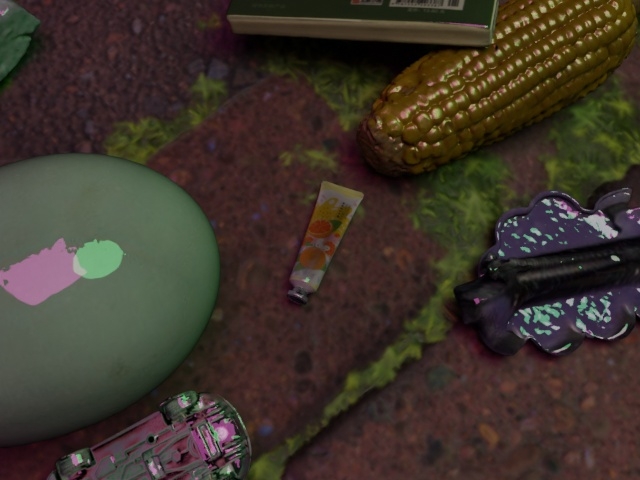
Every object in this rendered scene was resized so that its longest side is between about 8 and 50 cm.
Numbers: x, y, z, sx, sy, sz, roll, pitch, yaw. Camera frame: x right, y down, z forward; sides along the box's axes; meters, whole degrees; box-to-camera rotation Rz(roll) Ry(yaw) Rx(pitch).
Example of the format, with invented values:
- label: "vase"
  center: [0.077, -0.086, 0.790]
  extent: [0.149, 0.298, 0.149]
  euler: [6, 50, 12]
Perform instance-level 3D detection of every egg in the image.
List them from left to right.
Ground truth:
- label: "egg"
  center: [-0.174, 0.037, 0.485]
  extent: [0.231, 0.168, 0.168]
  euler: [-25, 75, -8]

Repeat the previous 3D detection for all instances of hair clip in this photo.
- label: "hair clip"
  center: [0.191, 0.017, 0.586]
  extent: [0.195, 0.052, 0.124]
  euler: [-13, 79, -14]

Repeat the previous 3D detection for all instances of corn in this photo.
- label: "corn"
  center: [0.144, -0.132, 0.609]
  extent: [0.262, 0.097, 0.097]
  euler: [-30, 76, -11]

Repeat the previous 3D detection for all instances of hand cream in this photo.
- label: "hand cream"
  center: [0.000, 0.000, 0.591]
  extent: [0.035, 0.022, 0.102]
  euler: [19, 67, 10]

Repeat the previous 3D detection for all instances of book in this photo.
- label: "book"
  center: [0.054, -0.266, 0.635]
  extent: [0.202, 0.027, 0.264]
  euler: [6, 62, 16]

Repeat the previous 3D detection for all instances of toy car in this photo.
- label: "toy car"
  center: [-0.111, 0.151, 0.511]
  extent: [0.142, 0.055, 0.069]
  euler: [-29, 78, 8]

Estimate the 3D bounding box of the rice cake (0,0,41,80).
- label: "rice cake"
  center: [-0.301, -0.111, 0.580]
  extent: [0.069, 0.063, 0.206]
  euler: [35, 72, 9]
